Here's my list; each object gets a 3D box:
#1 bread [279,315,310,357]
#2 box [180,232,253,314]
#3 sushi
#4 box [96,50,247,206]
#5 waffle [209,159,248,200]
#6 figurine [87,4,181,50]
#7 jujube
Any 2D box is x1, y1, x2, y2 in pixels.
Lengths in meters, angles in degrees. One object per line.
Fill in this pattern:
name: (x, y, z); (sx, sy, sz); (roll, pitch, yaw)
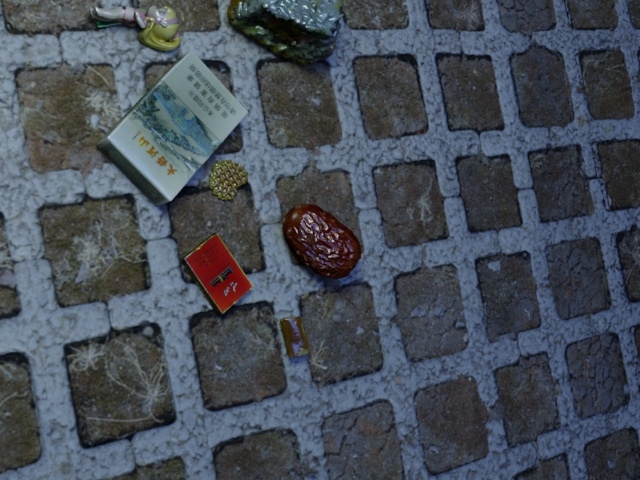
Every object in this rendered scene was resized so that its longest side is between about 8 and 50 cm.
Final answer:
bread: (-0.052, 0.192, 1.860); (0.046, 0.036, 0.083); (-15, 92, -26)
box: (-0.199, 0.063, 1.791); (0.090, 0.023, 0.133); (-39, 103, -29)
sushi: (-0.076, -0.466, 1.857); (0.274, 0.184, 0.140); (22, 70, -28)
box: (-0.276, -0.213, 1.756); (0.164, 0.069, 0.256); (46, 61, -18)
waffle: (-0.183, -0.119, 1.835); (0.078, 0.016, 0.085); (31, 66, -21)
figurine: (-0.344, -0.408, 1.745); (0.187, 0.083, 0.083); (1, 82, -39)
jujube: (0.000, 0.000, 1.888); (0.176, 0.109, 0.112); (39, 27, -13)
